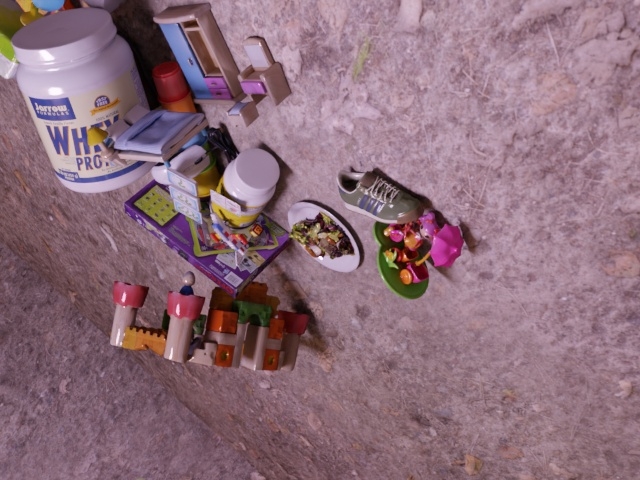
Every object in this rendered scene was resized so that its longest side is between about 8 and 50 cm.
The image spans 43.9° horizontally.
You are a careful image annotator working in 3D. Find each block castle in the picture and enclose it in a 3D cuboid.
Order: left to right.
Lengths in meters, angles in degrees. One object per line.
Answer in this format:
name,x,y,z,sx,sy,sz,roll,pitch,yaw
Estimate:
block castle,-0.269,0.194,1.999,0.303,0.213,0.453,6,173,42

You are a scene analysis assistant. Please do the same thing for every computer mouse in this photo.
computer mouse,-0.281,-0.172,1.760,0.106,0.192,0.042,61,-176,-39

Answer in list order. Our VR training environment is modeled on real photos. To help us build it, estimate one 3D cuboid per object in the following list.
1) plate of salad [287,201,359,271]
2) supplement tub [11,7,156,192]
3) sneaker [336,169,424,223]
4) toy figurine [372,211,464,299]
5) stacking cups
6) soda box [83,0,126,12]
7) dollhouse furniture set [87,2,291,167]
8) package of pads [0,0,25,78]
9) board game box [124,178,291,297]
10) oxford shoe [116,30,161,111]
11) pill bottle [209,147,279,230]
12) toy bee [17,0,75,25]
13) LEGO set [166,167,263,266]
plate of salad,0.000,0.000,1.762,0.199,0.048,0.200,31,147,23
supplement tub,-0.482,-0.289,1.648,0.235,0.235,0.325,21,137,35
sneaker,0.102,-0.089,1.506,0.192,0.064,0.086,16,145,44
toy figurine,0.196,0.004,1.502,0.159,0.130,0.173,-36,75,46
stacking cups,-0.294,-0.249,1.782,0.096,0.096,0.316,22,139,33
soda box,-0.424,-0.546,1.564,0.069,0.074,0.216,40,150,5
dollhouse furniture set,-0.279,-0.281,1.492,0.286,0.303,0.198,11,137,44
package of pads,-0.730,-0.494,1.852,0.296,0.229,0.101,38,118,12
board game box,-0.265,-0.039,1.874,0.346,0.208,0.056,37,152,14
oxford shoe,-0.444,-0.381,1.775,0.082,0.096,0.227,-5,123,55
pill bottle,-0.166,-0.113,1.750,0.119,0.119,0.208,44,150,1
toy bee,-0.633,-0.559,1.715,0.195,0.162,0.298,-102,3,-54
LEGO set,-0.237,-0.045,1.744,0.244,0.060,0.182,28,154,11
